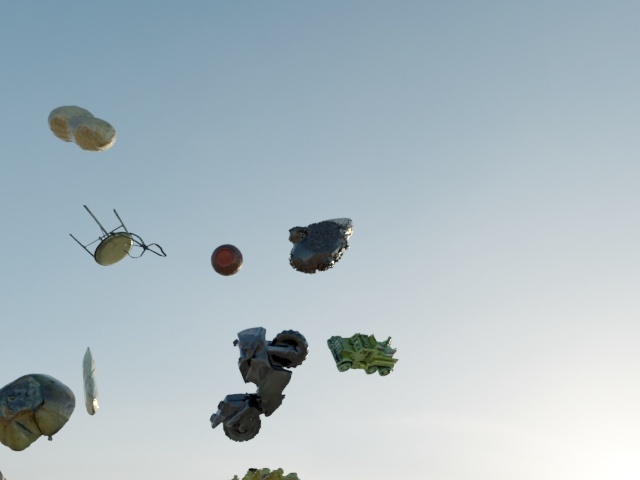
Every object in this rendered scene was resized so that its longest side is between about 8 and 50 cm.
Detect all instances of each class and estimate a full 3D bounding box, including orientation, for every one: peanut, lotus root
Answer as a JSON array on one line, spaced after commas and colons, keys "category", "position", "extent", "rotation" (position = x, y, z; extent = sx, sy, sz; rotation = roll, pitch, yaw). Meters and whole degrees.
[{"category": "peanut", "position": [-0.714, -0.339, 1.793], "extent": [0.257, 0.123, 0.123], "rotation": [21, -25, 26]}, {"category": "lotus root", "position": [-0.692, 0.386, 1.394], "extent": [0.203, 0.183, 0.078], "rotation": [22, -38, 20]}]

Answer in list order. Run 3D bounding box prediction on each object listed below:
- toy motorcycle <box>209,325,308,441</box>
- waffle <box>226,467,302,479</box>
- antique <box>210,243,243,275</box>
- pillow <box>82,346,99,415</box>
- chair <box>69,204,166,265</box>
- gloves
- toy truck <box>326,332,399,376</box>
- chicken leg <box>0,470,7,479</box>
[{"category": "toy motorcycle", "position": [-0.144, 0.290, 1.243], "extent": [0.159, 0.270, 0.106], "rotation": [33, 2, -16]}, {"category": "waffle", "position": [-0.165, 0.775, 1.711], "extent": [0.325, 0.068, 0.302], "rotation": [-12, -66, -4]}, {"category": "antique", "position": [-0.285, 0.060, 1.809], "extent": [0.104, 0.104, 0.104], "rotation": [5, -32, 3]}, {"category": "pillow", "position": [-0.814, 0.499, 2.096], "extent": [0.051, 0.229, 0.128], "rotation": [-2, -44, -26]}, {"category": "chair", "position": [-0.697, 0.018, 2.016], "extent": [0.170, 0.326, 0.160], "rotation": [-57, -28, 14]}, {"category": "gloves", "position": [-0.004, 0.005, 2.053], "extent": [0.210, 0.312, 0.135], "rotation": [11, -62, 6]}, {"category": "toy truck", "position": [0.151, 0.365, 2.001], "extent": [0.259, 0.128, 0.135], "rotation": [11, -54, -33]}, {"category": "chicken leg", "position": [-1.008, 0.828, 1.698], "extent": [0.211, 0.361, 0.140], "rotation": [26, -19, -35]}]
